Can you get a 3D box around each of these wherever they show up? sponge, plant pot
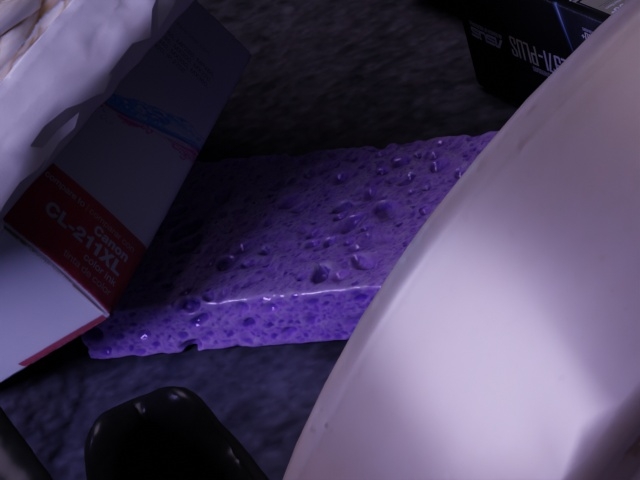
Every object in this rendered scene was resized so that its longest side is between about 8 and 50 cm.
[{"bbox_3d":[0.000,0.000,0.892,0.210,0.031,0.117,-6,35,19],"label":"sponge"},{"bbox_3d":[0.193,0.102,0.437,0.323,0.323,0.280,-31,54,-19],"label":"plant pot"}]

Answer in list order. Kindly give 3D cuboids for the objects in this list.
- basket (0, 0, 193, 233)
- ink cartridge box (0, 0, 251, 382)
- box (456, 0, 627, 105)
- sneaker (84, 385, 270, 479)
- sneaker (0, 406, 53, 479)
[{"bbox_3d":[-0.212,-0.166,0.831,0.331,0.266,0.328,-17,34,56],"label":"basket"},{"bbox_3d":[-0.120,-0.028,0.891,0.127,0.072,0.175,-30,26,44],"label":"ink cartridge box"},{"bbox_3d":[0.179,-0.127,0.949,0.180,0.077,0.147,-33,36,-20],"label":"box"},{"bbox_3d":[-0.025,0.154,0.595,0.109,0.130,0.286,-23,35,-10],"label":"sneaker"},{"bbox_3d":[-0.228,0.104,0.611,0.447,0.258,0.169,11,14,30],"label":"sneaker"}]
